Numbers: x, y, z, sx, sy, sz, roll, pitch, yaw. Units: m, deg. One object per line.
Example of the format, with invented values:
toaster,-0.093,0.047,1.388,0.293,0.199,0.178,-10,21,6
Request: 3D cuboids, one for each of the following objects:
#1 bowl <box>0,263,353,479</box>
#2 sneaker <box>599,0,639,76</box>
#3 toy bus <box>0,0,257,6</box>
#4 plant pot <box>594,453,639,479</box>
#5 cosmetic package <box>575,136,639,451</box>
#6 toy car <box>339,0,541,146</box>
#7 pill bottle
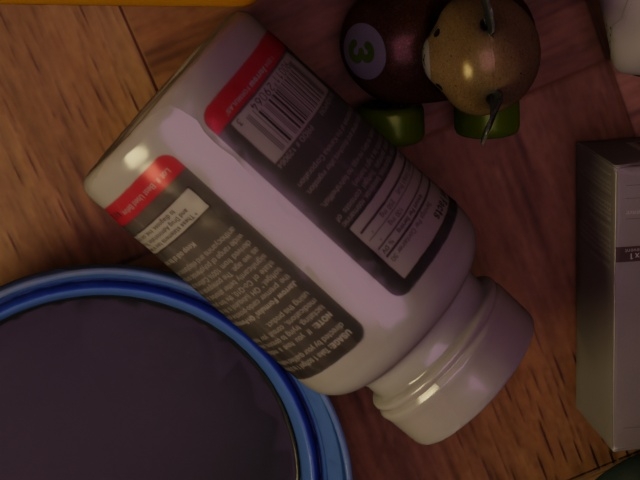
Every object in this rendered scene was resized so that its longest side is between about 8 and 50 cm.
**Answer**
bowl,-0.172,0.208,1.186,0.391,0.077,0.391,-2,99,-11
sneaker,0.210,-0.259,1.104,0.129,0.111,0.297,0,121,21
toy bus,-0.213,-0.213,1.020,0.332,0.130,0.108,-3,104,-26
plant pot,0.312,0.299,1.212,0.293,0.235,0.293,-2,107,-5
cosmetic package,0.274,0.039,1.198,0.127,0.107,0.238,-7,105,-7
toy car,0.096,-0.134,1.078,0.149,0.188,0.155,-5,107,-5
pill bottle,0.000,0.000,1.101,0.318,0.176,0.176,42,98,-10
